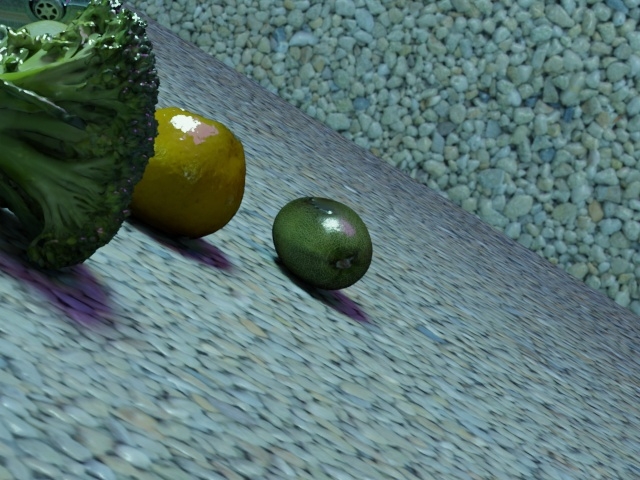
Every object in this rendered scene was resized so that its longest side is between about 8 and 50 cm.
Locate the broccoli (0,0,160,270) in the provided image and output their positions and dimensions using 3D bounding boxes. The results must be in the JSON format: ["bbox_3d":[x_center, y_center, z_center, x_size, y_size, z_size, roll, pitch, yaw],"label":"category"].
[{"bbox_3d":[-0.284,-0.105,1.480,0.252,0.221,0.361,26,17,28],"label":"broccoli"}]

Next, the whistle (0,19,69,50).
[{"bbox_3d":[-0.283,-0.161,2.093,0.223,0.123,0.123,42,5,-16],"label":"whistle"}]

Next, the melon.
[{"bbox_3d":[0.000,0.000,2.088,0.099,0.099,0.162,25,6,-28],"label":"melon"}]

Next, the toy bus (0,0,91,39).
[{"bbox_3d":[-0.362,-0.270,2.152,0.261,0.109,0.091,10,36,7],"label":"toy bus"}]

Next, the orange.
[{"bbox_3d":[-0.146,-0.074,1.932,0.156,0.134,0.156,41,5,-5],"label":"orange"}]
